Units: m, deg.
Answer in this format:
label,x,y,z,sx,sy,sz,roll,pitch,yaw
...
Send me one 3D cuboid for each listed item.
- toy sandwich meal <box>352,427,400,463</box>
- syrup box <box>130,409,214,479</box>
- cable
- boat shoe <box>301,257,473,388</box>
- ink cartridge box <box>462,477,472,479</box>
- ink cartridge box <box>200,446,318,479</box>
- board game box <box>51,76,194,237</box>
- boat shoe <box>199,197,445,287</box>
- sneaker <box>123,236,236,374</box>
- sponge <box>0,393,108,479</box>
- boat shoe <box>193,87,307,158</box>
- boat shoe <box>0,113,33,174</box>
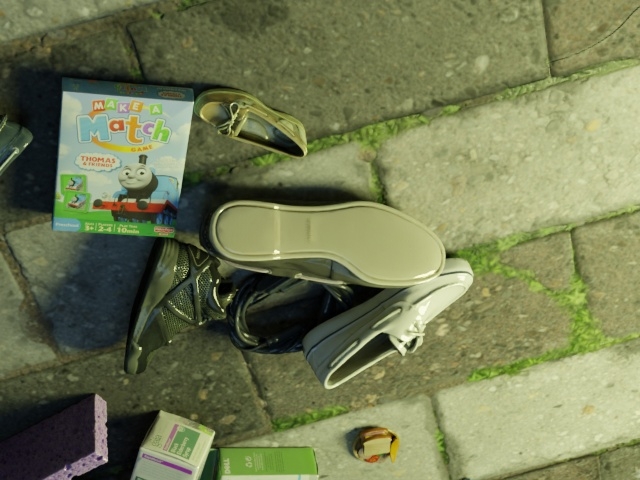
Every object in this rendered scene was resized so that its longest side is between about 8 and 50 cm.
label,x,y,z,sx,sy,sz,roll,pitch,yaw
toy sandwich meal,0.090,0.328,2.023,0.085,0.029,0.085,-5,129,-6
syrup box,-0.242,0.384,1.942,0.096,0.093,0.237,21,121,0
cable,-0.046,0.098,1.811,0.184,0.047,0.150,-35,131,12
boat shoe,0.104,0.120,1.799,0.267,0.088,0.096,-26,146,-1
ink cartridge box,0.281,0.581,2.137,0.129,0.223,0.307,-28,128,11
ink cartridge box,-0.115,0.383,2.008,0.209,0.062,0.109,2,129,-11
board game box,-0.252,-0.101,1.612,0.160,0.039,0.211,3,127,-13
boat shoe,0.000,0.000,1.717,0.335,0.095,0.112,7,84,-18
sneaker,-0.194,0.105,1.755,0.130,0.087,0.227,17,118,-15
sponge,-0.404,0.315,1.865,0.210,0.117,0.031,-29,130,13
boat shoe,-0.086,-0.144,1.602,0.153,0.048,0.056,22,121,-26
boat shoe,-0.440,-0.051,1.585,0.079,0.095,0.254,29,110,-16
